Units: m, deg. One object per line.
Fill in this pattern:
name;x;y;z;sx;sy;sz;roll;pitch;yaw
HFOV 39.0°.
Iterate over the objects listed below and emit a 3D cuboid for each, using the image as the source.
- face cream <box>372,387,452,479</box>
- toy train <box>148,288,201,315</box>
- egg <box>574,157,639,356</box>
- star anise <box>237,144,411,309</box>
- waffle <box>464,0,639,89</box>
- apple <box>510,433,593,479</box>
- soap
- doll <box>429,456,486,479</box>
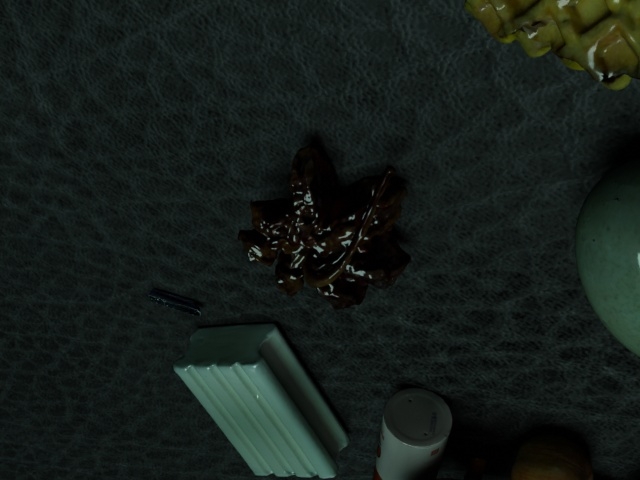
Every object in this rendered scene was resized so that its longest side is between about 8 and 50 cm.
face cream;0.129;0.315;1.322;0.096;0.096;0.214;16;138;11
toy train;-0.210;0.091;1.323;0.083;0.017;0.017;16;140;12
egg;0.336;0.025;0.863;0.169;0.169;0.236;-15;123;37
star anise;0.000;0.000;1.047;0.190;0.126;0.220;11;140;22
waffle;0.207;-0.260;0.649;0.281;0.058;0.301;45;134;24
apple;0.313;0.330;1.225;0.102;0.126;0.126;3;134;27
soap;-0.083;0.246;1.364;0.159;0.087;0.265;-7;129;33
doll;0.188;0.396;1.241;0.213;0.236;0.213;13;149;8
